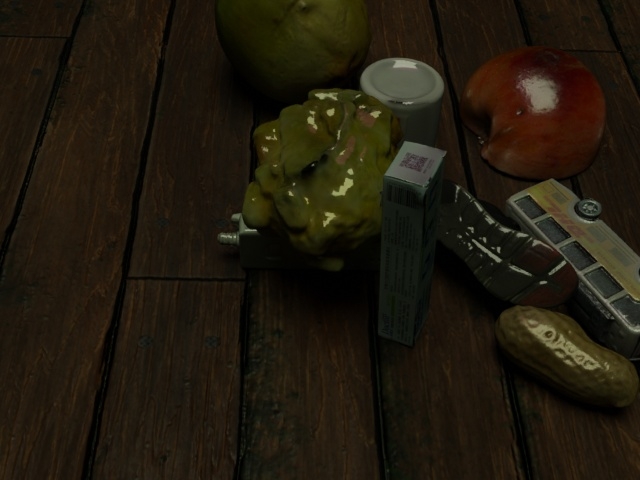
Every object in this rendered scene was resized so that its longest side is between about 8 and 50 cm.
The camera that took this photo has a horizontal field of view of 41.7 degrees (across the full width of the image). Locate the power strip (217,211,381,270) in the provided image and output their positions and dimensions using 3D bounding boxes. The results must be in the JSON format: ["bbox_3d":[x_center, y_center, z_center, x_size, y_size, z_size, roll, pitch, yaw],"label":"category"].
[{"bbox_3d":[0.000,0.000,1.369,0.338,0.098,0.058,1,50,-2],"label":"power strip"}]

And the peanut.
[{"bbox_3d":[0.363,0.168,1.238,0.226,0.095,0.108,32,57,22],"label":"peanut"}]

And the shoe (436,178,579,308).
[{"bbox_3d":[0.282,0.014,1.357,0.291,0.137,0.114,40,98,24],"label":"shoe"}]

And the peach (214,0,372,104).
[{"bbox_3d":[-0.057,-0.419,1.627,0.315,0.281,0.314,45,16,0],"label":"peach"}]

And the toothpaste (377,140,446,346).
[{"bbox_3d":[0.126,0.017,1.199,0.067,0.336,0.081,18,50,18],"label":"toothpaste"}]

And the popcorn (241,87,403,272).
[{"bbox_3d":[0.012,-0.094,1.250,0.252,0.215,0.286,15,52,2],"label":"popcorn"}]

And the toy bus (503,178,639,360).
[{"bbox_3d":[0.439,0.040,1.359,0.138,0.097,0.342,-20,51,-18],"label":"toy bus"}]

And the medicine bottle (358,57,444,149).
[{"bbox_3d":[0.127,-0.172,1.432,0.144,0.252,0.144,0,45,0],"label":"medicine bottle"}]

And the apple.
[{"bbox_3d":[0.407,-0.270,1.598,0.251,0.163,0.293,-17,49,-20],"label":"apple"}]
